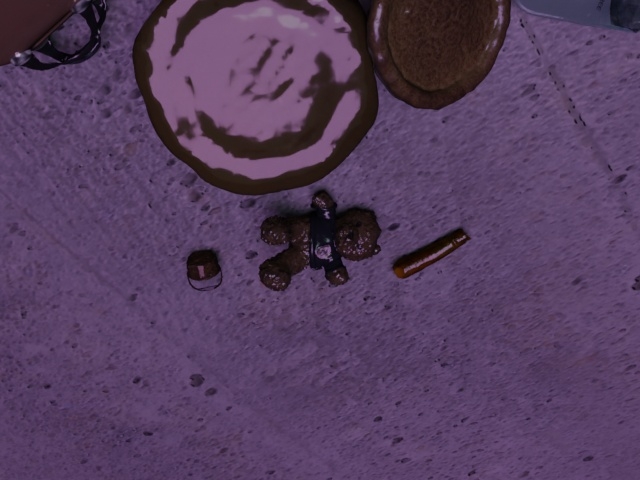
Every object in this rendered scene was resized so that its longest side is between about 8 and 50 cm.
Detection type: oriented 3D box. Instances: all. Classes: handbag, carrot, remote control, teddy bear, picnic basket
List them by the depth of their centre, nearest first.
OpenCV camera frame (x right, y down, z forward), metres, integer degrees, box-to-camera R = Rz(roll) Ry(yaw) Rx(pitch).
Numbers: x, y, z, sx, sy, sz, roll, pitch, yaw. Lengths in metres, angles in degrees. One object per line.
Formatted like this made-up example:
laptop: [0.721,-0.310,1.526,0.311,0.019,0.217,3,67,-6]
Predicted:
handbag: [-0.452,-0.392,0.953,0.301,0.149,0.283,-31,120,16]
remote control: [0.423,-0.391,0.982,0.247,0.052,0.104,15,143,8]
teddy bear: [-0.008,-0.003,1.219,0.251,0.129,0.182,-8,103,-16]
carrot: [0.227,0.026,1.293,0.170,0.042,0.042,-31,118,15]
picnic basket: [-0.238,0.069,1.295,0.072,0.072,0.083,-4,122,2]

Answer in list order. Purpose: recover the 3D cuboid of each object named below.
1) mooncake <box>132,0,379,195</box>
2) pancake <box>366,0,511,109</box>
mooncake: [-0.095,-0.273,1.011,0.378,0.201,0.379,-3,122,-4]
pancake: [0.194,-0.339,0.969,0.286,0.033,0.288,-53,134,-1]
